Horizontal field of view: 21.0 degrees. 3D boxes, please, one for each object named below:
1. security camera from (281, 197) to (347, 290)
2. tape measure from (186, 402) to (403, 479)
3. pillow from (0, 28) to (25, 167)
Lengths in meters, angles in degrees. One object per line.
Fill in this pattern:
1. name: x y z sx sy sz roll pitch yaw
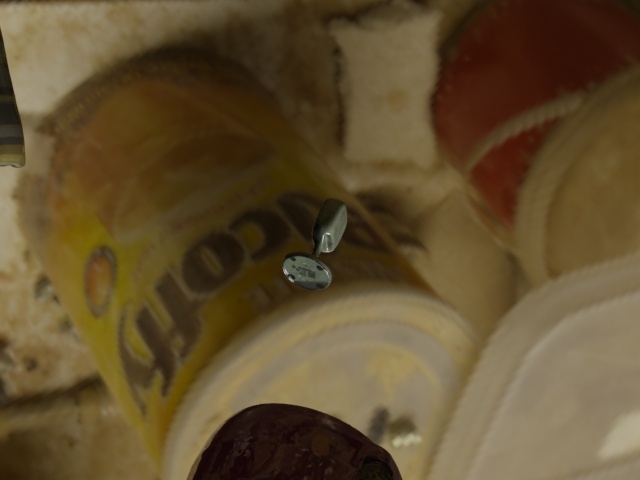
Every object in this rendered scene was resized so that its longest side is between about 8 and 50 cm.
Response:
1. security camera: 0.000 0.000 1.797 0.092 0.058 0.058 -65 146 -37
2. tape measure: -0.007 0.140 0.851 0.125 0.074 0.118 3 132 21
3. pillow: -0.192 -0.129 0.814 0.038 0.203 0.113 -15 -179 24
